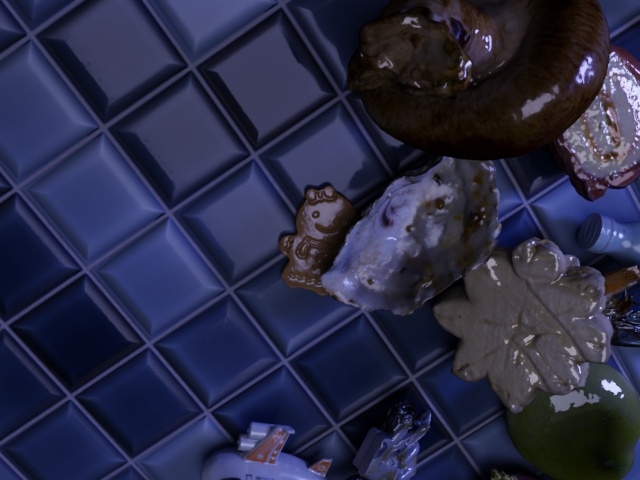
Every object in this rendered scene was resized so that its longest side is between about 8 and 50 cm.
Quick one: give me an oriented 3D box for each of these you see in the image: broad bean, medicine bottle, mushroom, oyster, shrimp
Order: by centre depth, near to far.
[{"bbox_3d":[0.182,-0.266,0.995,0.356,0.331,0.334,32,74,-35],"label":"mushroom"},{"bbox_3d":[0.179,-0.030,1.190,0.204,0.111,0.396,39,94,-8],"label":"oyster"},{"bbox_3d":[0.556,0.013,1.271,0.217,0.090,0.090,16,105,-12],"label":"medicine bottle"},{"bbox_3d":[0.566,0.118,1.278,0.290,0.054,0.222,15,136,-10],"label":"shrimp"},{"bbox_3d":[0.468,0.333,1.351,0.238,0.119,0.291,-36,106,15],"label":"broad bean"}]

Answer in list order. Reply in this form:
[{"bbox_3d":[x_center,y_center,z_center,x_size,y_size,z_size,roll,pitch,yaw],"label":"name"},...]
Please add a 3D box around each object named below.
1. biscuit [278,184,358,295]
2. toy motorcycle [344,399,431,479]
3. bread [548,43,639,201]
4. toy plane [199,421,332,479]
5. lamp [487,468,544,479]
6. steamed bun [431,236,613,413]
[{"bbox_3d":[0.004,0.005,1.231,0.133,0.027,0.184,26,103,-13],"label":"biscuit"},{"bbox_3d":[0.127,0.396,1.339,0.152,0.073,0.225,32,91,-42],"label":"toy motorcycle"},{"bbox_3d":[0.434,-0.211,1.165,0.190,0.123,0.244,-30,110,1],"label":"bread"},{"bbox_3d":[-0.092,0.431,1.311,0.245,0.117,0.244,-2,110,-7],"label":"toy plane"},{"bbox_3d":[0.368,0.513,1.386,0.157,0.135,0.156,11,107,-14],"label":"lamp"},{"bbox_3d":[0.336,0.133,1.236,0.292,0.137,0.295,-1,101,29],"label":"steamed bun"}]
